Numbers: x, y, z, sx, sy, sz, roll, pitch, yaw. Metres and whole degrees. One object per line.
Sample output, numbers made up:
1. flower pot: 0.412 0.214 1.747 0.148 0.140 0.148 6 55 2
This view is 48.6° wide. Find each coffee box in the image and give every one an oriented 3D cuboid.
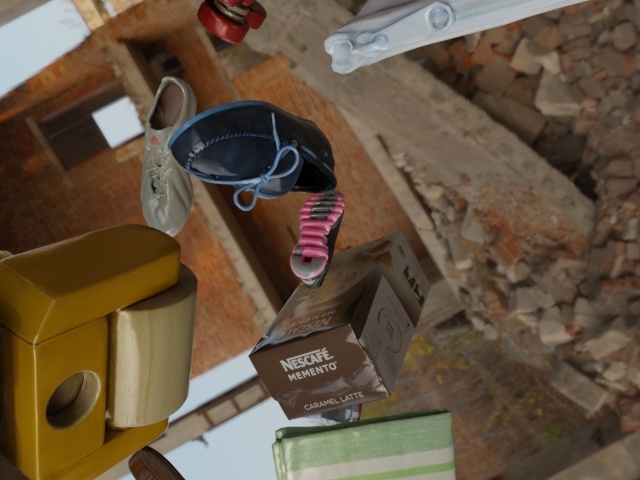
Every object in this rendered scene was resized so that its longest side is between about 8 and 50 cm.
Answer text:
1. coffee box: 0.035 0.096 0.875 0.098 0.141 0.246 61 -153 -14

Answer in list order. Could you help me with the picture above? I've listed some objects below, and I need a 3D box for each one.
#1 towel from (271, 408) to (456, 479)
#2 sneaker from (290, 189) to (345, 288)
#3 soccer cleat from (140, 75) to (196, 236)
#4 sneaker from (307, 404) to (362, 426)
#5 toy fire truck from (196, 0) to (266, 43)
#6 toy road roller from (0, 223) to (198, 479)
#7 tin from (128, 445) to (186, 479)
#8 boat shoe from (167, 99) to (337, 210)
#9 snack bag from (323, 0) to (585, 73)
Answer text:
1. towel: 0.071 0.400 0.993 0.038 0.247 0.325 -111 15 -77
2. sneaker: 0.000 0.000 0.770 0.057 0.047 0.119 70 -146 -53
3. soccer cleat: -0.189 -0.103 0.862 0.076 0.068 0.196 53 -139 -81
4. sneaker: -0.001 0.236 1.107 0.252 0.111 0.103 128 155 -62
5. toy fire truck: -0.195 -0.524 1.322 0.254 0.169 0.302 35 -152 -7
6. toy road roller: -0.293 0.094 0.625 0.240 0.329 0.203 25 119 31
7. tin: -0.237 0.410 1.146 0.189 0.040 0.106 42 178 21
8. boat shoe: -0.049 -0.092 0.769 0.258 0.109 0.089 -11 -111 -54
9. snack bag: 0.201 -0.197 0.368 0.037 0.323 0.342 63 -141 -28
